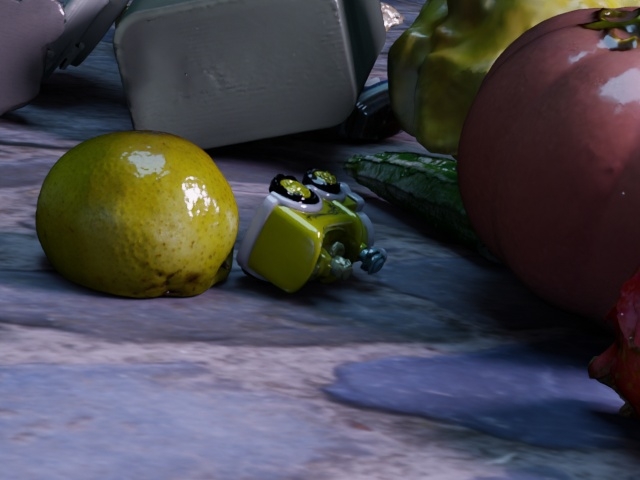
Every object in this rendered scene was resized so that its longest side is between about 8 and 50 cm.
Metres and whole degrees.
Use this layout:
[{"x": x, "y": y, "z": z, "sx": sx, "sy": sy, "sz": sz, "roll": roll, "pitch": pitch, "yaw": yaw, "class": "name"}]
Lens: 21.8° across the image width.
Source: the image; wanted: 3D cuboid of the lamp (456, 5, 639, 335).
[{"x": 0.247, "y": -0.061, "z": 1.124, "sx": 0.305, "sy": 0.239, "sz": 0.305, "roll": 11, "pitch": 24, "yaw": -5, "class": "lamp"}]

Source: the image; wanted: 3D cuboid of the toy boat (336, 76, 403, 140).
[{"x": 0.057, "y": -0.136, "z": 1.647, "sx": 0.066, "sy": 0.059, "sz": 0.140, "roll": 34, "pitch": 33, "yaw": 27, "class": "toy boat"}]

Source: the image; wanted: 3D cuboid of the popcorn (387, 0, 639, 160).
[{"x": 0.180, "y": -0.174, "z": 1.442, "sx": 0.225, "sy": 0.276, "sz": 0.276, "roll": 11, "pitch": 9, "yaw": -44, "class": "popcorn"}]

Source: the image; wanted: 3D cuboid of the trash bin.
[{"x": -0.065, "y": -0.203, "z": 1.580, "sx": 0.223, "sy": 0.158, "sz": 0.343, "roll": -9, "pitch": 15, "yaw": 8, "class": "trash bin"}]

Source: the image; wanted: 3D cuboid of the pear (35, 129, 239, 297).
[{"x": -0.118, "y": -0.025, "z": 1.109, "sx": 0.141, "sy": 0.104, "sz": 0.141, "roll": 11, "pitch": 17, "yaw": -3, "class": "pear"}]

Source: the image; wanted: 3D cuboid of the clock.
[{"x": -0.224, "y": -0.237, "z": 1.650, "sx": 0.053, "sy": 0.236, "sz": 0.236, "roll": 36, "pitch": 12, "yaw": -11, "class": "clock"}]

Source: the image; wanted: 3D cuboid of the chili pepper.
[{"x": 0.088, "y": -0.038, "z": 1.333, "sx": 0.088, "sy": 0.059, "sz": 0.227, "roll": -9, "pitch": 20, "yaw": -37, "class": "chili pepper"}]

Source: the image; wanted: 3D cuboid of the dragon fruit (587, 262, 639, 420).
[{"x": 0.208, "y": 0.079, "z": 0.933, "sx": 0.153, "sy": 0.111, "sz": 0.153, "roll": 25, "pitch": 42, "yaw": -24, "class": "dragon fruit"}]

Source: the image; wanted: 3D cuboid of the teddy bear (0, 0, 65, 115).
[{"x": -0.364, "y": -0.198, "z": 1.542, "sx": 0.171, "sy": 0.144, "sz": 0.251, "roll": -19, "pitch": 24, "yaw": -29, "class": "teddy bear"}]

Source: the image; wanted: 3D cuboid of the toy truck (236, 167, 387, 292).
[{"x": 0.000, "y": 0.000, "z": 1.138, "sx": 0.077, "sy": 0.076, "sz": 0.111, "roll": 34, "pitch": 24, "yaw": 23, "class": "toy truck"}]

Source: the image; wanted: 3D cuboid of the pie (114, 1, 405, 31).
[{"x": -0.077, "y": -0.246, "z": 1.919, "sx": 0.338, "sy": 0.075, "sz": 0.337, "roll": 0, "pitch": 7, "yaw": 0, "class": "pie"}]
